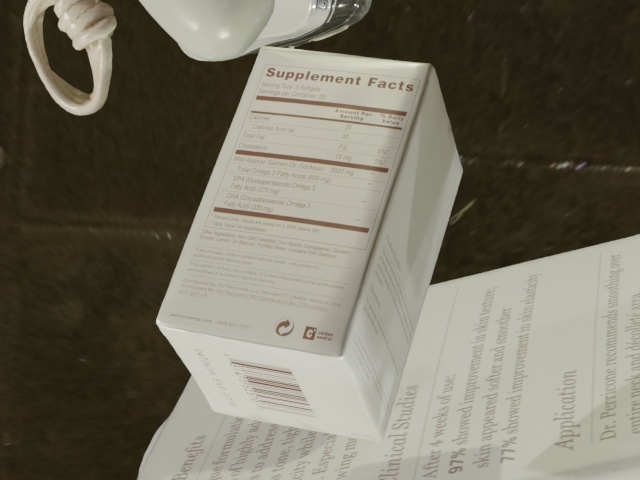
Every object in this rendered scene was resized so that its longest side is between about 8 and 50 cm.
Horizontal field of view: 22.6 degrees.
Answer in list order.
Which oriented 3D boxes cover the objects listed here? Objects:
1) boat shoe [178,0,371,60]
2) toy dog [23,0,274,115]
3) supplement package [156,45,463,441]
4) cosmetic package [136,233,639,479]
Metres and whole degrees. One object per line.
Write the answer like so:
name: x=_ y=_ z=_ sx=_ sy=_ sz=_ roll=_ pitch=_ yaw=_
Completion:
boat shoe: x=-0.045 y=-0.190 z=1.357 sx=0.070 sy=0.219 sz=0.078 roll=2 pitch=91 yaw=-38
toy dog: x=-0.139 y=-0.268 z=1.072 sx=0.161 sy=0.220 sz=0.334 roll=-34 pitch=99 yaw=-42
supplement package: x=0.000 y=0.000 z=0.862 sx=0.105 sy=0.105 sz=0.179 roll=8 pitch=61 yaw=21
cosmetic package: x=0.110 y=0.234 z=1.128 sx=0.393 sy=0.329 sz=0.327 roll=-14 pitch=111 yaw=18
